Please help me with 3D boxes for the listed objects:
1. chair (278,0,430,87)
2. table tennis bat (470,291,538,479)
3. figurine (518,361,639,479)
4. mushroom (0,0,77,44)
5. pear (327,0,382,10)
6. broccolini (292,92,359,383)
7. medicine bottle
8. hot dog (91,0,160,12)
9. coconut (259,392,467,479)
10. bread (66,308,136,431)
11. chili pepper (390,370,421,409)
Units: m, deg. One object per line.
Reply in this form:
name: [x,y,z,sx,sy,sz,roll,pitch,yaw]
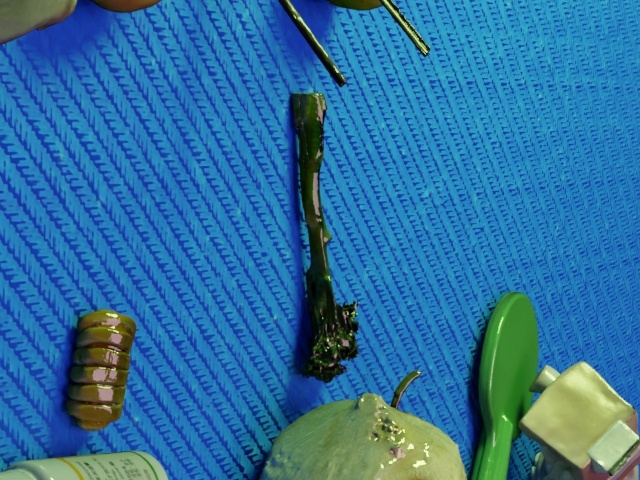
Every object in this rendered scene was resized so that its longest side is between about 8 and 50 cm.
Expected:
chair: [-0.011,-0.294,1.282,0.326,0.170,0.160,49,39,9]
table tennis bat: [0.195,0.178,1.785,0.160,0.039,0.257,51,46,-54]
figurine: [0.286,0.241,1.850,0.162,0.141,0.237,-47,154,-16]
mushroom: [-0.246,-0.126,0.943,0.351,0.097,0.109,-43,128,-52]
pear: [0.031,-0.236,1.402,0.097,0.092,0.092,-40,127,-51]
broccolini: [0.008,0.000,1.428,0.071,0.057,0.254,-130,-142,-71]
medicine bottle: [-0.194,0.191,1.113,0.220,0.061,0.092,6,108,-59]
hot dog: [-0.140,-0.202,1.151,0.140,0.060,0.090,-53,133,-52]
coconut: [0.036,0.217,1.386,0.194,0.194,0.194,-13,105,-58]
bread: [-0.155,0.093,1.183,0.049,0.033,0.088,19,78,-52]
chili pepper: [0.044,0.245,1.512,0.063,0.071,0.272,133,-24,-75]
